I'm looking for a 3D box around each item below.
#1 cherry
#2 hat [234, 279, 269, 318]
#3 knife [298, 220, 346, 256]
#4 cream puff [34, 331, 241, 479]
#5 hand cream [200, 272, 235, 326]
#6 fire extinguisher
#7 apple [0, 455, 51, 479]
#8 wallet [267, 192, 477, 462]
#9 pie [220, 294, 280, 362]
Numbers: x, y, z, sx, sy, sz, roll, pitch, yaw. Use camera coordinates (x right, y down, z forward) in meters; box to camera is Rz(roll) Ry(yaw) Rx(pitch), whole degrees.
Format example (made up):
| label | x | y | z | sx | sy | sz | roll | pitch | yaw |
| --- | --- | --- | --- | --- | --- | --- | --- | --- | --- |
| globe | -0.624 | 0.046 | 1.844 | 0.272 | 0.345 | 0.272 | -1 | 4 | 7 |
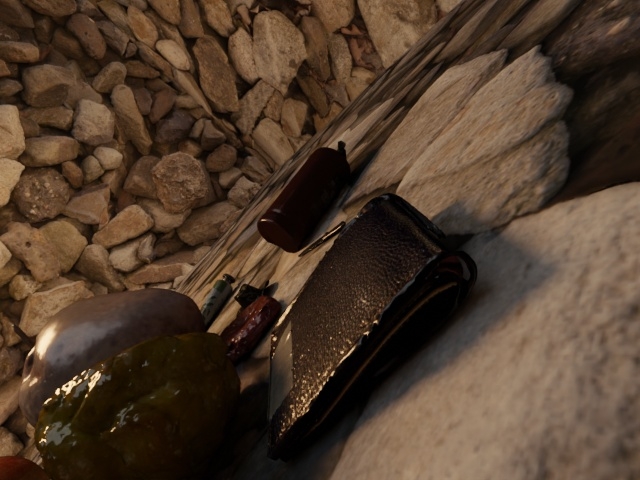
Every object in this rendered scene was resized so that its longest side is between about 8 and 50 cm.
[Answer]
| label | x | y | z | sx | sy | sz | roll | pitch | yaw |
| --- | --- | --- | --- | --- | --- | --- | --- | --- | --- |
| cherry | -0.396 | 0.237 | 0.826 | 0.334 | 0.292 | 0.326 | -17 | 8 | 39 |
| hat | -0.157 | 0.123 | 0.906 | 0.121 | 0.050 | 0.121 | -47 | 13 | 14 |
| knife | 0.000 | 0.000 | 0.857 | 0.170 | 0.010 | 0.023 | -35 | 19 | 45 |
| cream puff | -0.213 | 0.216 | 0.523 | 0.244 | 0.244 | 0.196 | -44 | 50 | 14 |
| hand cream | -0.315 | 0.206 | 1.171 | 0.088 | 0.055 | 0.256 | -33 | 27 | 57 |
| fire extinguisher | -0.016 | -0.124 | 1.036 | 0.337 | 0.114 | 0.135 | -55 | -11 | -27 |
| apple | -0.735 | 0.606 | 0.915 | 0.256 | 0.257 | 0.234 | -38 | 15 | 33 |
| wallet | 0.033 | 0.078 | 0.464 | 0.262 | 0.071 | 0.221 | -48 | 19 | 11 |
| pie | -0.136 | 0.159 | 0.771 | 0.153 | 0.038 | 0.154 | -42 | 14 | 13 |
